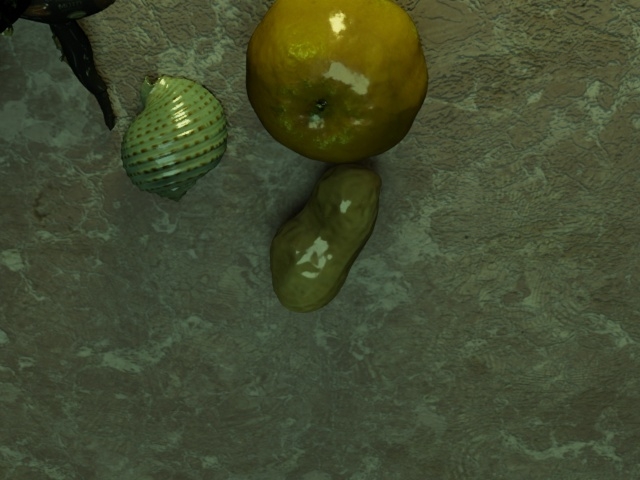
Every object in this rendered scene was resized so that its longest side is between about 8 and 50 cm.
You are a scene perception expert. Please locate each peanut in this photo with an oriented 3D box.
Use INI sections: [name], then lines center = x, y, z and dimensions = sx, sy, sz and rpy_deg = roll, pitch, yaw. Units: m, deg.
[peanut]
center = 0.000, 0.000, 2.168
dimensions = 0.148, 0.147, 0.319
rpy_deg = 19, 129, -13

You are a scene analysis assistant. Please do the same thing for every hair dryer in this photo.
[hair dryer]
center = -0.417, -0.292, 1.989
dimensions = 0.304, 0.120, 0.359
rpy_deg = -5, 137, 16

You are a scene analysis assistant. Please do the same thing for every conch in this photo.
[conch]
center = -0.239, -0.154, 2.056
dimensions = 0.172, 0.131, 0.200
rpy_deg = -7, 128, 8

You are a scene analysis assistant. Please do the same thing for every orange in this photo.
[orange]
center = 0.025, -0.250, 1.915
dimensions = 0.279, 0.235, 0.279
rpy_deg = 10, 131, 12

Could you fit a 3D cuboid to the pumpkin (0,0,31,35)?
[pumpkin]
center = -0.492, -0.359, 1.760
dimensions = 0.250, 0.250, 0.216
rpy_deg = -19, 131, 15
